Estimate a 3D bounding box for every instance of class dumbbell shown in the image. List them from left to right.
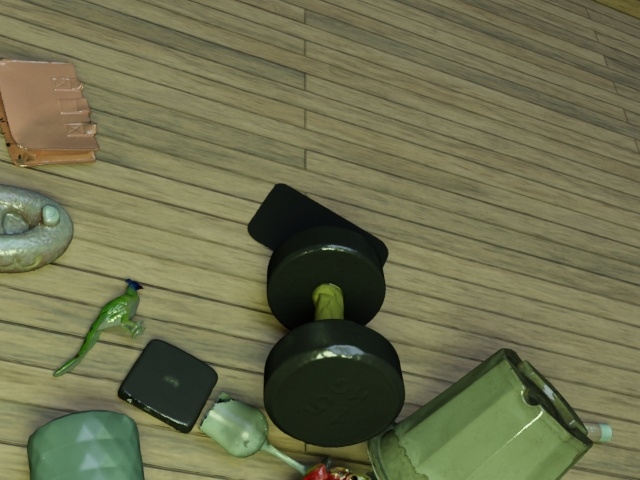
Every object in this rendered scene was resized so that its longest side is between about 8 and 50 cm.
[{"bbox_3d":[0.013,0.141,1.301,0.204,0.204,0.322,18,32,-15],"label":"dumbbell"}]

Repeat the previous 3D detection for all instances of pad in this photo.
[{"bbox_3d":[0.000,0.000,1.601,0.267,0.004,0.181,31,45,-2],"label":"pad"}]

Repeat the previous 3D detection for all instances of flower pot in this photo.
[{"bbox_3d":[0.246,0.314,1.235,0.290,0.259,0.290,42,16,-14],"label":"flower pot"}]

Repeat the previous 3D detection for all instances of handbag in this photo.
[{"bbox_3d":[-0.489,-0.227,1.483,0.157,0.059,0.212,-6,58,-32],"label":"handbag"}]

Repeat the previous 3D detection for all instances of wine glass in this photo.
[{"bbox_3d":[-0.086,0.305,1.243,0.195,0.079,0.079,33,45,-2],"label":"wine glass"}]

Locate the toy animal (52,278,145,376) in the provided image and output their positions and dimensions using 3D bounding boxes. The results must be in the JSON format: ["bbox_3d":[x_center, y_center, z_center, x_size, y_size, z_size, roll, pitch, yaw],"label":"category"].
[{"bbox_3d":[-0.318,0.140,1.276,0.075,0.041,0.217,18,46,11],"label":"toy animal"}]

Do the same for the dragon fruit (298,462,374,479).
[{"bbox_3d":[0.006,0.399,1.139,0.160,0.166,0.172,25,75,-54],"label":"dragon fruit"}]

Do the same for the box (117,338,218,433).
[{"bbox_3d":[-0.230,0.220,1.274,0.126,0.027,0.125,29,42,-2],"label":"box"}]

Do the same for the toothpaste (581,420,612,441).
[{"bbox_3d":[0.443,0.349,1.533,0.205,0.036,0.056,8,49,-18],"label":"toothpaste"}]

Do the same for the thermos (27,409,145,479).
[{"bbox_3d":[-0.297,0.371,1.035,0.182,0.145,0.286,-16,58,-1],"label":"thermos"}]

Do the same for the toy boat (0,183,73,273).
[{"bbox_3d":[-0.499,-0.029,1.291,0.227,0.085,0.155,9,49,-23],"label":"toy boat"}]
